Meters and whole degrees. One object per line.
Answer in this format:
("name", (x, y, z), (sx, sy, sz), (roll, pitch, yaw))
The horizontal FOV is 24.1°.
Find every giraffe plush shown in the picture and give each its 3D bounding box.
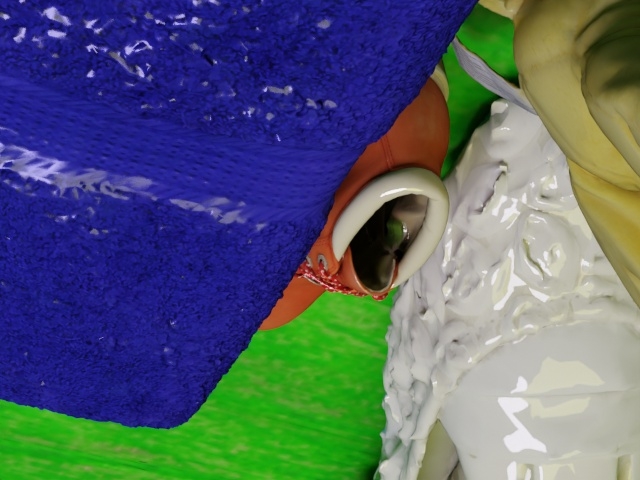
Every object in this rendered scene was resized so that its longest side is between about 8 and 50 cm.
("giraffe plush", (0.163, -0.062, 0.491), (0.170, 0.210, 0.181), (-35, 143, -3))

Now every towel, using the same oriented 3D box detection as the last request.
("towel", (-0.098, -0.040, 0.492), (0.228, 0.076, 0.308), (19, 140, -13))

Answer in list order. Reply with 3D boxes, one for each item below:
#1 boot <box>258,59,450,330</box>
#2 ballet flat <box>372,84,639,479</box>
("boot", (0.000, 0.000, 0.591), (0.059, 0.084, 0.158), (13, 136, -25))
("ballet flat", (0.094, 0.111, 0.694), (0.147, 0.147, 0.409), (1, 137, -10))
